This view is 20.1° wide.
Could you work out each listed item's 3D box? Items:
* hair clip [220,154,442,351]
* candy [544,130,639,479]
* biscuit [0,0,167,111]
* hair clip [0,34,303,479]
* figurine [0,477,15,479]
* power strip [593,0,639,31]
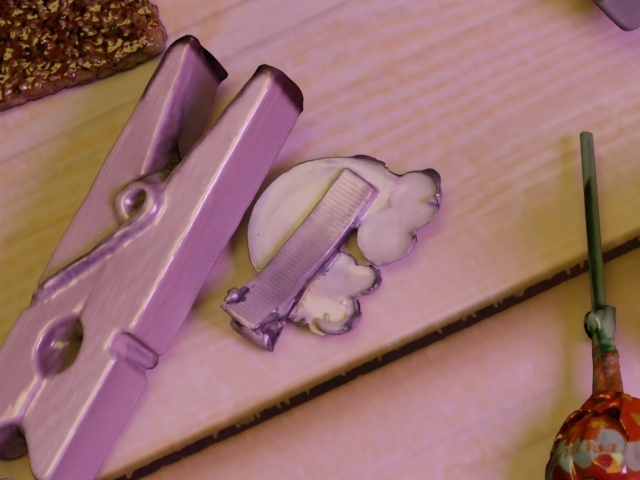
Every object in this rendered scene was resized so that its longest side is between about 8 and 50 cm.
[{"bbox_3d":[0.000,0.000,1.267,0.116,0.049,0.172,34,75,17],"label":"hair clip"},{"bbox_3d":[0.183,0.053,1.197,0.084,0.078,0.288,8,62,-18],"label":"candy"},{"bbox_3d":[-0.242,-0.163,1.394,0.237,0.026,0.131,-19,67,4],"label":"biscuit"},{"bbox_3d":[-0.129,0.016,1.265,0.101,0.085,0.331,24,80,21],"label":"hair clip"},{"bbox_3d":[-0.340,0.210,1.170,0.380,0.203,0.248,24,87,30],"label":"figurine"},{"bbox_3d":[0.260,-0.263,1.286,0.215,0.061,0.145,-42,33,13],"label":"power strip"}]
